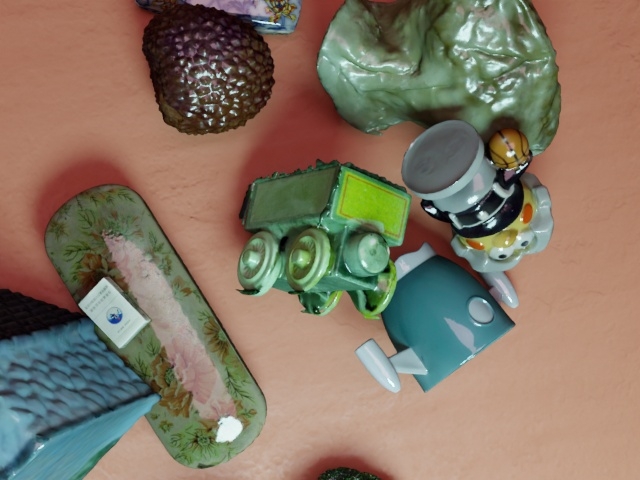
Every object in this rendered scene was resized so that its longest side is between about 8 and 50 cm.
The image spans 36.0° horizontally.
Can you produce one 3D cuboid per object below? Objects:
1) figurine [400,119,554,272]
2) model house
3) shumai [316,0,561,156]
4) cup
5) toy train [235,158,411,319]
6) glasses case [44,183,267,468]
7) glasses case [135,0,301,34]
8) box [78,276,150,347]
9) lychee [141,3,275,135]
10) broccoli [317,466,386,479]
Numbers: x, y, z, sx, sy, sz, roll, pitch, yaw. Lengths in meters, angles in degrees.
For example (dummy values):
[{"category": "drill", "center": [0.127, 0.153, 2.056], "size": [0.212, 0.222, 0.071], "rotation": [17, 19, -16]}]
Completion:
[{"category": "figurine", "center": [0.233, -0.061, 1.362], "size": [0.176, 0.236, 0.133], "rotation": [-30, 44, 20]}, {"category": "model house", "center": [-0.456, 0.190, 1.200], "size": [0.297, 0.360, 0.339], "rotation": [-45, 81, 14]}, {"category": "shumai", "center": [0.162, -0.227, 1.409], "size": [0.288, 0.292, 0.330], "rotation": [-30, 109, -3]}, {"category": "cup", "center": [0.162, 0.100, 1.402], "size": [0.299, 0.167, 0.173], "rotation": [-28, 77, -36]}, {"category": "toy train", "center": [0.000, 0.000, 1.342], "size": [0.159, 0.271, 0.188], "rotation": [20, 74, -32]}, {"category": "glasses case", "center": [-0.229, 0.117, 1.373], "size": [0.156, 0.098, 0.425], "rotation": [-32, 87, -4]}, {"category": "glasses case", "center": [-0.152, -0.363, 1.467], "size": [0.247, 0.065, 0.087], "rotation": [8, 84, -8]}, {"category": "box", "center": [-0.275, 0.096, 1.315], "size": [0.083, 0.024, 0.054], "rotation": [45, 94, 6]}, {"category": "lychee", "center": [-0.153, -0.243, 1.394], "size": [0.188, 0.188, 0.188], "rotation": [1, 82, -8]}, {"category": "broccoli", "center": [0.054, 0.403, 1.352], "size": [0.195, 0.195, 0.156], "rotation": [0, 117, -8]}]
